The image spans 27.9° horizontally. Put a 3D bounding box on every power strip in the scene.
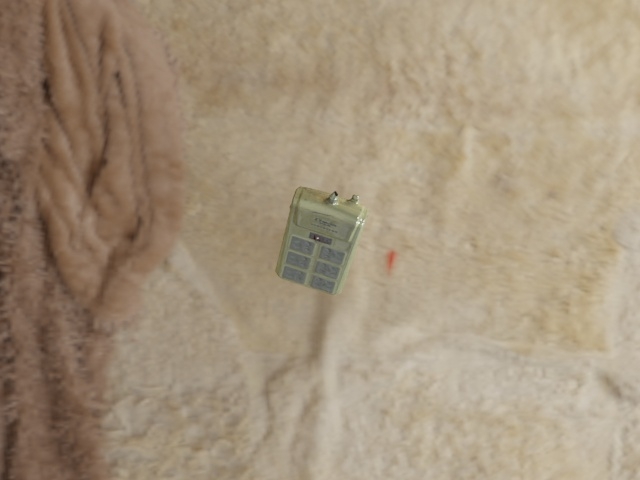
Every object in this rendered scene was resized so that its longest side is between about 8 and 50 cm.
[{"bbox_3d":[0.000,0.000,1.295,0.076,0.169,0.028,18,57,2],"label":"power strip"}]
